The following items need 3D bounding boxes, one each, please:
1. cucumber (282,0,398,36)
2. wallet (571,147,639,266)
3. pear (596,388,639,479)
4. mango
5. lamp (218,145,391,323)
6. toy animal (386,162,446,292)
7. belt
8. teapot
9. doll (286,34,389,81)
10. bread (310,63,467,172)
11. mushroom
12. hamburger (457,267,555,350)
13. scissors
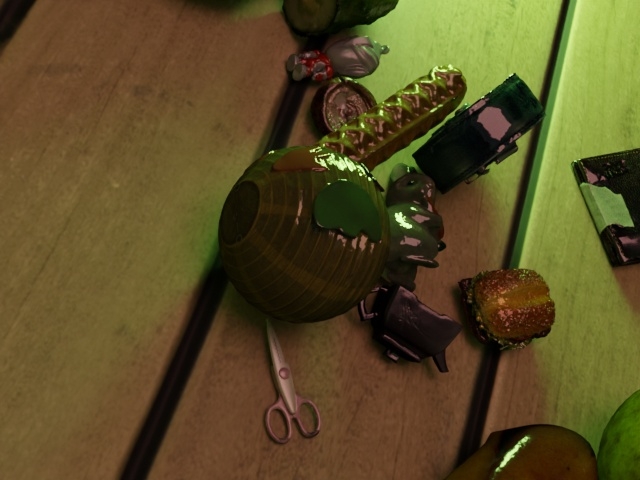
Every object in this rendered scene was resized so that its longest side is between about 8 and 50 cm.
[{"bbox_3d":[0.059,-0.418,1.761,0.244,0.134,0.134,-19,77,-40],"label":"cucumber"},{"bbox_3d":[0.610,-0.070,1.937,0.262,0.071,0.221,-9,72,-25],"label":"wallet"},{"bbox_3d":[0.577,0.385,1.524,0.352,0.352,0.413,8,55,-26],"label":"pear"},{"bbox_3d":[0.280,0.372,1.477,0.287,0.152,0.201,-24,69,-38],"label":"mango"},{"bbox_3d":[0.000,0.000,1.450,0.284,0.250,0.250,21,57,-33],"label":"lamp"},{"bbox_3d":[0.134,-0.045,1.627,0.138,0.108,0.236,17,59,-21],"label":"toy animal"},{"bbox_3d":[0.267,-0.175,1.706,0.116,0.206,0.267,52,38,0],"label":"belt"},{"bbox_3d":[0.127,0.136,1.556,0.177,0.087,0.096,34,80,-11],"label":"teapot"},{"bbox_3d":[0.031,-0.298,1.719,0.180,0.079,0.094,-15,50,-20],"label":"doll"},{"bbox_3d":[0.101,-0.174,1.641,0.077,0.084,0.367,39,56,24],"label":"bread"},{"bbox_3d":[0.040,-0.204,1.685,0.123,0.052,0.123,7,74,-27],"label":"mushroom"},{"bbox_3d":[0.308,0.106,1.662,0.166,0.087,0.137,-4,69,-31],"label":"hamburger"},{"bbox_3d":[-0.052,0.193,1.457,0.085,0.022,0.176,-7,73,-28],"label":"scissors"}]
